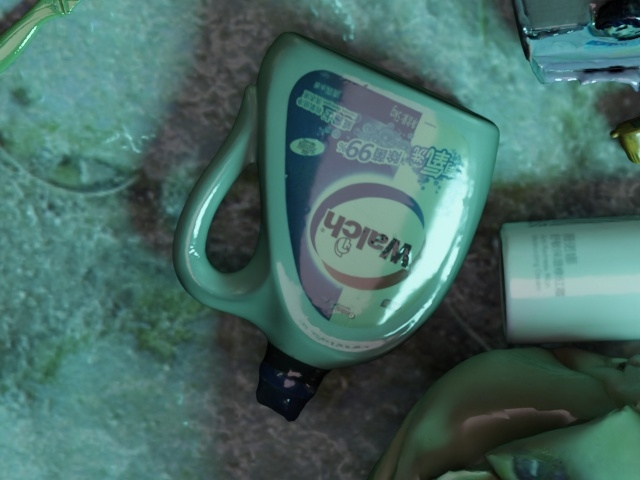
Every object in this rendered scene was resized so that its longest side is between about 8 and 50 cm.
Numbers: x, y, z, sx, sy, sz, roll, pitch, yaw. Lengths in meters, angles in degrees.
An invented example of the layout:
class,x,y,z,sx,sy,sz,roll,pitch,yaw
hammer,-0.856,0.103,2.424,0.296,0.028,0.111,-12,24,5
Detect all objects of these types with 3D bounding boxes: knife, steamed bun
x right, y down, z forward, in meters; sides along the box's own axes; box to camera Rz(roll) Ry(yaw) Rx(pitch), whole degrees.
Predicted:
class,x,y,z,sx,sy,sz,roll,pitch,yaw
knife,-0.211,-0.185,1.506,0.030,0.014,0.207,44,96,0
steamed bun,0.175,0.246,1.389,0.368,0.255,0.342,22,96,28

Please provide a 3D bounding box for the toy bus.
class,x,y,z,sx,sy,sz,roll,pitch,yaw
toy bus,0.299,-0.187,1.426,0.317,0.138,0.112,-4,67,4

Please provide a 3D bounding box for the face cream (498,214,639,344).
class,x,y,z,sx,sy,sz,roll,pitch,yaw
face cream,0.313,0.025,1.474,0.345,0.102,0.102,-4,97,3

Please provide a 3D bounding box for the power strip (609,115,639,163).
class,x,y,z,sx,sy,sz,roll,pitch,yaw
power strip,0.314,-0.100,1.483,0.178,0.049,0.028,-19,102,4

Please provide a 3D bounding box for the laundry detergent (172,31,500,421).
class,x,y,z,sx,sy,sz,roll,pitch,yaw
laundry detergent,0.000,0.000,1.480,0.215,0.105,0.280,25,99,-2
